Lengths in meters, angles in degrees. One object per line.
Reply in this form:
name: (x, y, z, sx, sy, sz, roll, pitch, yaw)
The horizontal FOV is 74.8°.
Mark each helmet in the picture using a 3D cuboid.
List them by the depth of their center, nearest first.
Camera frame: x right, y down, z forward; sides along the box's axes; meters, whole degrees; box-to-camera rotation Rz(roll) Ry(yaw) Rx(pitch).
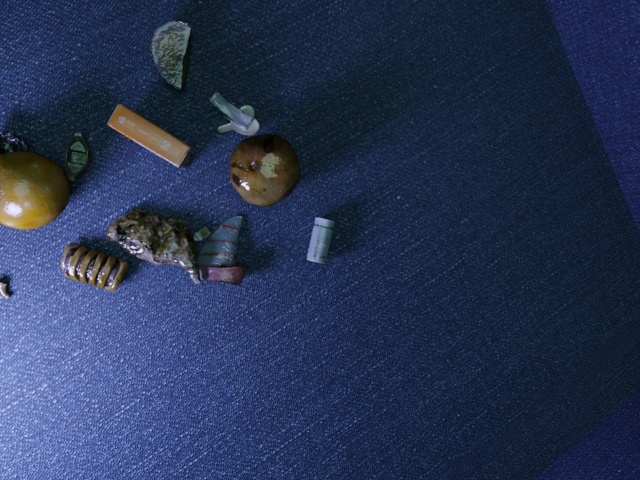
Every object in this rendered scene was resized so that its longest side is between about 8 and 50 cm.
helmet: (-1.087, -0.327, 1.468, 0.123, 0.070, 0.098, 27, 93, -22)

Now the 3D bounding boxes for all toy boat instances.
toy boat: (-0.885, -0.303, 1.522, 0.089, 0.071, 0.185, 9, 91, -16)
toy boat: (-0.384, 0.031, 1.677, 0.206, 0.096, 0.283, 9, 82, -3)

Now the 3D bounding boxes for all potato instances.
potato: (-0.561, -0.693, 1.570, 0.138, 0.098, 0.243, 11, 97, -12)

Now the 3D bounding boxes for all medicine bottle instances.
medicine bottle: (0.000, 0.000, 1.765, 0.086, 0.086, 0.184, 13, 90, -15)

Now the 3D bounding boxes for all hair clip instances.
hair clip: (-0.342, -0.486, 1.654, 0.218, 0.071, 0.159, 34, 88, -9)

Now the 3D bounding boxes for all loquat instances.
loquat: (-0.990, -0.164, 1.408, 0.262, 0.263, 0.263, -1, 94, -15)

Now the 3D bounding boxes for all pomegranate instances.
pomegranate: (-0.212, -0.267, 1.608, 0.281, 0.281, 0.281, -1, 94, -15)

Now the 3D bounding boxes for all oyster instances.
oyster: (-0.599, -0.002, 1.597, 0.396, 0.111, 0.204, 26, 82, -8)

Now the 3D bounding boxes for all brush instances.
brush: (-0.513, 0.002, 1.669, 0.169, 0.014, 0.043, -35, 100, -8)

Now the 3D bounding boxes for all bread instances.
bread: (-0.842, 0.102, 1.553, 0.225, 0.081, 0.134, 20, 90, -16)

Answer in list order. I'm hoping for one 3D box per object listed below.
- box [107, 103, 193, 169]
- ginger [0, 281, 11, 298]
box: (-0.602, -0.369, 1.517, 0.273, 0.221, 0.091, 32, 89, -12)
ginger: (-1.148, 0.165, 1.505, 0.048, 0.030, 0.097, -39, 101, 19)
